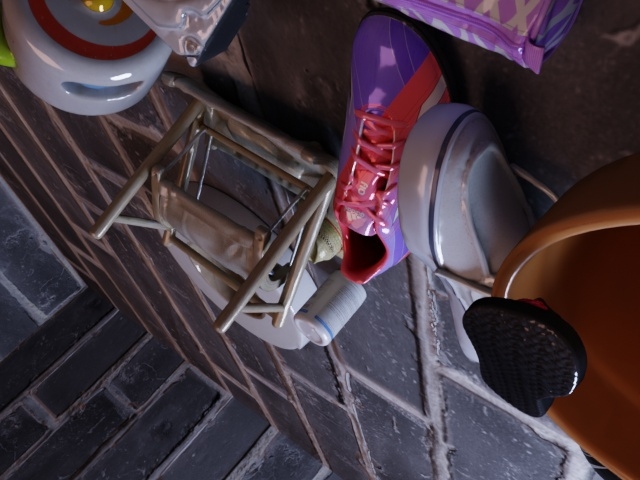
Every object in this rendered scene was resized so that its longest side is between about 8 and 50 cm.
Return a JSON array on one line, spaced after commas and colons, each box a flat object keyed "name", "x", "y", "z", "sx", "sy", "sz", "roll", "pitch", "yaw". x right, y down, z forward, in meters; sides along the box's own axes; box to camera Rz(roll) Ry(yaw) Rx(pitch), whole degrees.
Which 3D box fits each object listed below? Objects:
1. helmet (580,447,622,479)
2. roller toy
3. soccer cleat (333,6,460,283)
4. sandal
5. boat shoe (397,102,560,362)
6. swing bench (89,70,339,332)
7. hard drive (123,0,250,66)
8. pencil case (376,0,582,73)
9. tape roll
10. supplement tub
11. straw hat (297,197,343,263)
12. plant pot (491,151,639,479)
[{"name": "helmet", "x": 0.304, "y": 0.148, "z": 0.548, "sx": 0.169, "sy": 0.169, "sz": 0.161, "roll": 32, "pitch": 154, "yaw": 23}, {"name": "roller toy", "x": -0.270, "y": -0.260, "z": 0.740, "sx": 0.191, "sy": 0.209, "sz": 0.146, "roll": 39, "pitch": 156, "yaw": -15}, {"name": "soccer cleat", "x": 0.062, "y": -0.073, "z": 0.624, "sx": 0.109, "sy": 0.116, "sz": 0.318, "roll": 31, "pitch": 153, "yaw": 24}, {"name": "sandal", "x": 0.123, "y": 0.064, "z": 0.370, "sx": 0.067, "sy": 0.040, "sz": 0.179, "roll": 38, "pitch": 170, "yaw": 25}, {"name": "boat shoe", "x": 0.191, "y": 0.033, "z": 0.581, "sx": 0.156, "sy": 0.136, "sz": 0.367, "roll": 21, "pitch": 150, "yaw": 40}, {"name": "swing bench", "x": -0.123, "y": -0.052, "z": 0.835, "sx": 0.253, "sy": 0.254, "sz": 0.165, "roll": 33, "pitch": -170, "yaw": 24}, {"name": "hard drive", "x": -0.162, "y": -0.343, "z": 0.504, "sx": 0.339, "sy": 0.064, "sz": 0.237, "roll": 46, "pitch": 133, "yaw": -3}, {"name": "pencil case", "x": 0.082, "y": -0.191, "z": 0.443, "sx": 0.206, "sy": 0.088, "sz": 0.086, "roll": 29, "pitch": 153, "yaw": 26}, {"name": "tape roll", "x": -0.162, "y": 0.057, "z": 1.223, "sx": 0.392, "sy": 0.072, "sz": 0.392, "roll": 34, "pitch": 153, "yaw": 20}, {"name": "supplement tub", "x": 0.015, "y": 0.107, "z": 0.990, "sx": 0.071, "sy": 0.107, "sz": 0.071, "roll": 35, "pitch": 154, "yaw": 20}, {"name": "straw hat", "x": 0.000, "y": 0.000, "z": 0.900, "sx": 0.144, "sy": 0.061, "sz": 0.144, "roll": 33, "pitch": 153, "yaw": 19}, {"name": "plant pot", "x": 0.280, "y": 0.031, "z": 0.361, "sx": 0.291, "sy": 0.203, "sz": 0.291, "roll": 35, "pitch": 154, "yaw": 20}]
